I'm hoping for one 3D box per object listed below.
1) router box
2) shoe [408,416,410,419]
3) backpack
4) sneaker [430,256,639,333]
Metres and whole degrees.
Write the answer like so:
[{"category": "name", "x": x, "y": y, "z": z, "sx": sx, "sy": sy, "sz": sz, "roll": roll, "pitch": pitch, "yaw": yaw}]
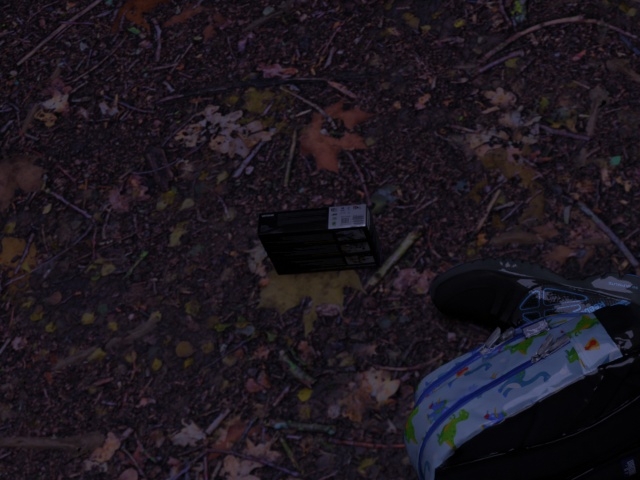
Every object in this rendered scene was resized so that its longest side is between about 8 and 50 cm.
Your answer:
[{"category": "router box", "x": 0.000, "y": 0.000, "z": 1.940, "sx": 0.179, "sy": 0.133, "sz": 0.046, "roll": -4, "pitch": 58, "yaw": 12}, {"category": "shoe", "x": 0.209, "y": 0.230, "z": 1.785, "sx": 0.178, "sy": 0.063, "sz": 0.081, "roll": -15, "pitch": 54, "yaw": -1}, {"category": "backpack", "x": 0.293, "y": 0.253, "z": 1.632, "sx": 0.356, "sy": 0.290, "sz": 0.273, "roll": -36, "pitch": 40, "yaw": -7}, {"category": "sneaker", "x": 0.325, "y": 0.112, "z": 1.790, "sx": 0.341, "sy": 0.125, "sz": 0.139, "roll": 4, "pitch": 64, "yaw": 20}]
